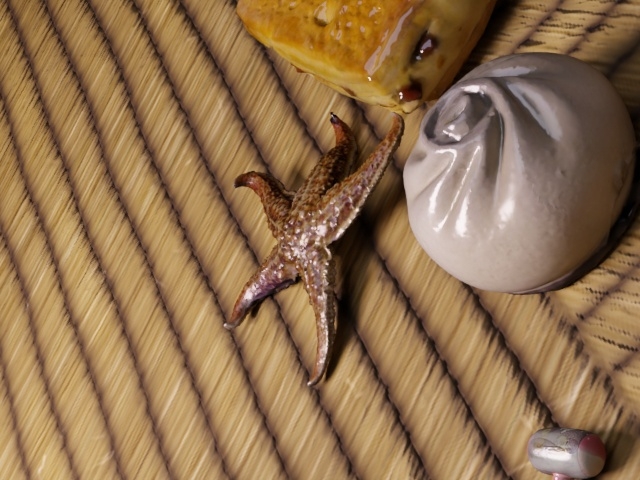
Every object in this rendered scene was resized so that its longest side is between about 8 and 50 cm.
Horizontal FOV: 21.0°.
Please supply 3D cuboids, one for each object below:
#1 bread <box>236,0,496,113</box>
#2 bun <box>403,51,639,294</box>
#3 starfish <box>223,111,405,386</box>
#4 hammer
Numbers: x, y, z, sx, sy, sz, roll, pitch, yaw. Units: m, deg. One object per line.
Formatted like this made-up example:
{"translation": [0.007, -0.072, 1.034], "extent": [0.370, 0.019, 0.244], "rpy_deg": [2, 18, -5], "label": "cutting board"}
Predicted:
{"translation": [0.053, -0.217, 1.395], "extent": [0.235, 0.099, 0.210], "rpy_deg": [30, 91, 48], "label": "bread"}
{"translation": [0.125, -0.055, 1.179], "extent": [0.173, 0.120, 0.173], "rpy_deg": [-31, 43, 34], "label": "bun"}
{"translation": [-0.006, -0.003, 1.349], "extent": [0.213, 0.057, 0.238], "rpy_deg": [-38, 40, 37], "label": "starfish"}
{"translation": [0.150, 0.159, 1.081], "extent": [0.052, 0.031, 0.083], "rpy_deg": [-3, 74, 51], "label": "hammer"}
